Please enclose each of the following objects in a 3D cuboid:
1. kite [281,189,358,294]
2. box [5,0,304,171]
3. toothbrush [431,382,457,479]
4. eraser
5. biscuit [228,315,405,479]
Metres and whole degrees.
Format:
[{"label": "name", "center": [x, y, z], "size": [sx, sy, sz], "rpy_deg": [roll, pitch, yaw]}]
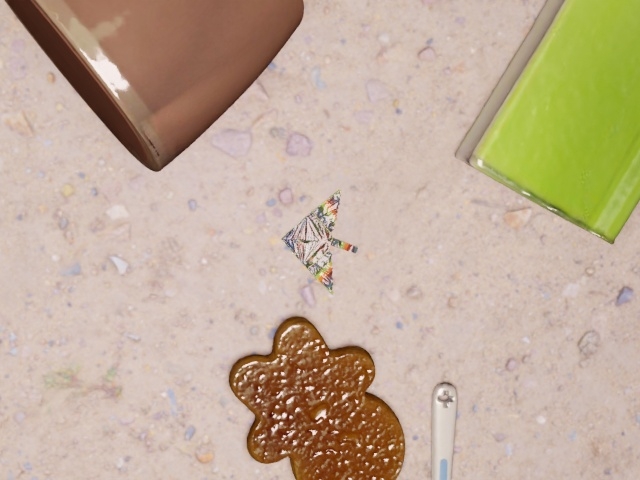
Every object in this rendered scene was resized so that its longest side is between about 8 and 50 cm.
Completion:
[{"label": "kite", "center": [0.000, 0.000, 1.259], "size": [0.090, 0.004, 0.122], "rpy_deg": [9, 94, -9]}, {"label": "box", "center": [-0.167, -0.235, 1.074], "size": [0.216, 0.301, 0.301], "rpy_deg": [-40, 101, -11]}, {"label": "toothbrush", "center": [0.144, 0.361, 1.304], "size": [0.040, 0.040, 0.386], "rpy_deg": [1, 96, -9]}, {"label": "eraser", "center": [0.311, -0.156, 1.253], "size": [0.210, 0.092, 0.274], "rpy_deg": [29, 89, -12]}, {"label": "biscuit", "center": [0.001, 0.205, 1.264], "size": [0.180, 0.039, 0.236], "rpy_deg": [-38, 101, -6]}]
